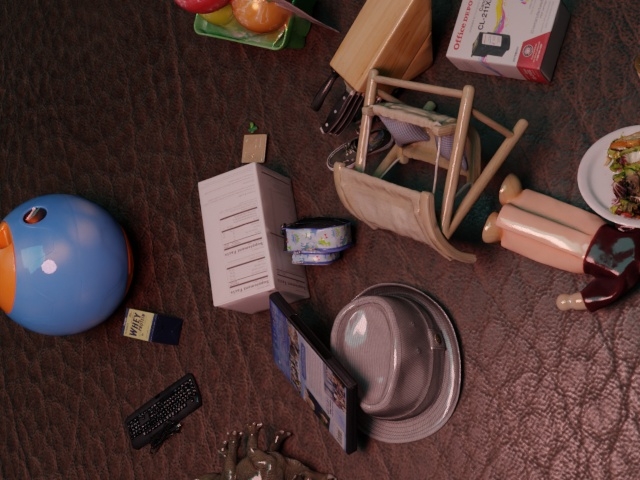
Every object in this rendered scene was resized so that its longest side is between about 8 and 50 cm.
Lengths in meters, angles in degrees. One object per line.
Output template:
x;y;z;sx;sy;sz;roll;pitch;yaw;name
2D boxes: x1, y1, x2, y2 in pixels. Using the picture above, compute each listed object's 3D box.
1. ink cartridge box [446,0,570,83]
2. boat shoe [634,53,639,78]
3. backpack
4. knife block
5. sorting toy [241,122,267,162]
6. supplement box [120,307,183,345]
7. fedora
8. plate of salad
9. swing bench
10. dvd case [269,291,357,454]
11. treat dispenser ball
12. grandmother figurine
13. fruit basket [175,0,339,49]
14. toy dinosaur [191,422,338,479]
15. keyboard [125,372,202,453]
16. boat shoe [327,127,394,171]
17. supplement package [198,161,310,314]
0.318;-0.349;1.527;0.175;0.072;0.127;16;88;32;ink cartridge box
0.568;-0.292;1.391;0.153;0.048;0.056;-27;55;16;boat shoe
0.000;0.000;1.625;0.114;0.105;0.084;-2;101;27;backpack
0.079;-0.316;1.570;0.242;0.276;0.088;-34;61;-13;knife block
-0.130;-0.197;1.793;0.062;0.012;0.083;2;84;36;sorting toy
-0.337;0.173;1.794;0.083;0.083;0.056;7;82;33;supplement box
0.103;0.201;1.505;0.243;0.124;0.275;-10;74;29;fedora
0.492;-0.106;1.353;0.199;0.048;0.200;-9;53;12;plate of salad
0.163;-0.124;1.473;0.253;0.165;0.255;24;92;52;swing bench
-0.014;0.225;1.536;0.022;0.180;0.253;-23;46;-23;dvd case
-0.525;0.049;1.813;0.288;0.288;0.288;-7;76;29;treat dispenser ball
0.422;0.016;1.374;0.342;0.104;0.208;22;97;34;grandmother figurine
-0.177;-0.478;1.682;0.327;0.353;0.165;19;90;33;fruit basket
-0.130;0.424;1.599;0.313;0.121;0.160;-16;58;23;toy dinosaur
-0.314;0.348;1.772;0.192;0.038;0.100;-38;64;19;keyboard
0.068;-0.171;1.655;0.142;0.040;0.049;-25;68;24;boat shoe
-0.125;0.000;1.674;0.133;0.139;0.244;-18;70;25;supplement package
